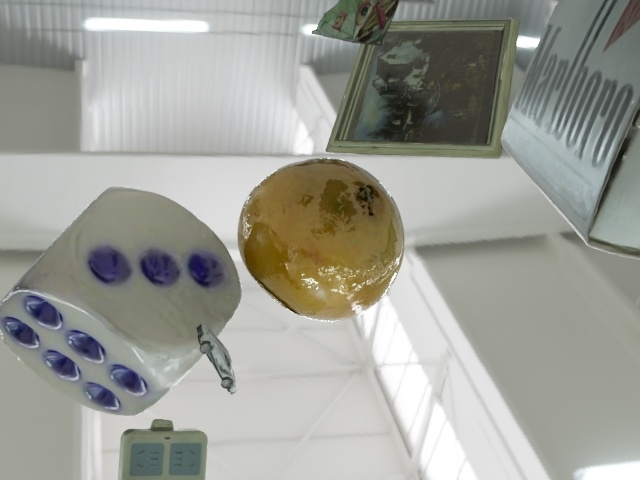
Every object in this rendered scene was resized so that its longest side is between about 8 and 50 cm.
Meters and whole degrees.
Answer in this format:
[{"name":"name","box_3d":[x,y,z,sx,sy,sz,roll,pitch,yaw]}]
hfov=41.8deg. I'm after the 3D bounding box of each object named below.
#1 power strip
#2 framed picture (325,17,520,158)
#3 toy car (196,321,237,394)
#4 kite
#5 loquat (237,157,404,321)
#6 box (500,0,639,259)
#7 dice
[{"name":"power strip","box_3d":[-0.220,0.382,1.140,0.117,0.271,0.046,5,175,-24]},{"name":"framed picture","box_3d":[0.147,-0.222,1.154,0.232,0.019,0.296,3,-131,16]},{"name":"toy car","box_3d":[-0.116,0.137,0.964,0.025,0.093,0.041,-28,-158,-2]},{"name":"kite","box_3d":[0.064,-0.341,1.078,0.012,0.250,0.229,32,-113,29]},{"name":"loquat","box_3d":[0.000,0.000,1.299,0.262,0.263,0.263,6,-148,-4]},{"name":"box","box_3d":[0.138,-0.073,0.409,0.035,0.115,0.177,19,-162,-6]},{"name":"dice","box_3d":[-0.291,0.088,1.232,0.259,0.243,0.251,42,-137,-10]}]
